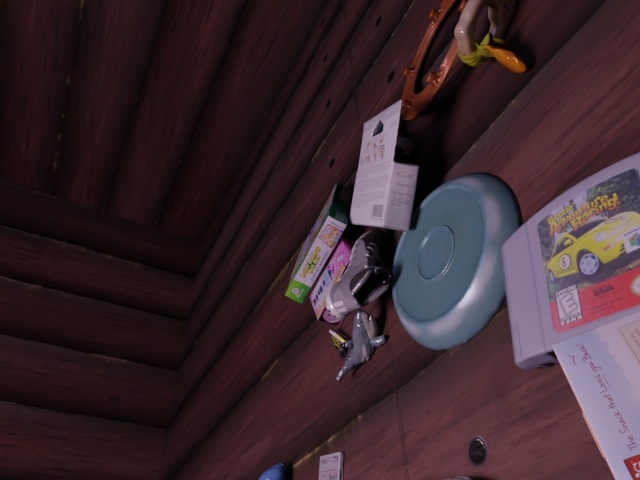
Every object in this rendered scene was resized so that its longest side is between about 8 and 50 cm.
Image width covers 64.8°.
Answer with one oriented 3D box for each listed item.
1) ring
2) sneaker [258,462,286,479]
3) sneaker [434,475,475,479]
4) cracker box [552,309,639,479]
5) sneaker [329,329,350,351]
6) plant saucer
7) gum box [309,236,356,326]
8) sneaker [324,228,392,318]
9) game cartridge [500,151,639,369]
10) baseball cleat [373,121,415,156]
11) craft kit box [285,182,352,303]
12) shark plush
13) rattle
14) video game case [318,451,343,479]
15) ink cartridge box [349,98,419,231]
[{"bbox_3d":[0.246,-0.423,1.085,0.336,0.032,0.337,-160,90,-80],"label":"ring"},{"bbox_3d":[-0.128,0.607,1.218,0.082,0.069,0.209,-46,-15,-49],"label":"sneaker"},{"bbox_3d":[0.135,0.380,0.695,0.225,0.092,0.088,-49,30,43],"label":"sneaker"},{"bbox_3d":[0.320,0.110,0.370,0.232,0.067,0.156,-28,40,21],"label":"cracker box"},{"bbox_3d":[0.037,0.228,1.148,0.083,0.031,0.035,19,91,69],"label":"sneaker"},{"bbox_3d":[0.211,0.027,0.872,0.318,0.043,0.318,-49,31,44],"label":"plant saucer"},{"bbox_3d":[0.048,0.092,1.190,0.189,0.062,0.107,-64,22,19],"label":"gum box"},{"bbox_3d":[0.109,0.056,1.001,0.132,0.086,0.229,-25,28,54],"label":"sneaker"},{"bbox_3d":[0.329,0.018,0.577,0.294,0.060,0.196,-44,30,50],"label":"game cartridge"},{"bbox_3d":[0.165,-0.248,1.172,0.206,0.072,0.110,22,94,68],"label":"baseball cleat"},{"bbox_3d":[0.000,0.000,1.307,0.250,0.060,0.247,-75,10,-65],"label":"craft kit box"},{"bbox_3d":[0.070,0.212,1.030,0.161,0.067,0.073,-59,24,28],"label":"shark plush"},{"bbox_3d":[0.337,-0.398,0.881,0.200,0.130,0.142,-47,30,-10],"label":"rattle"},{"bbox_3d":[0.019,0.491,1.004,0.087,0.011,0.122,-43,35,50],"label":"video game case"},{"bbox_3d":[0.133,-0.146,1.063,0.275,0.060,0.239,-160,80,-79],"label":"ink cartridge box"}]
